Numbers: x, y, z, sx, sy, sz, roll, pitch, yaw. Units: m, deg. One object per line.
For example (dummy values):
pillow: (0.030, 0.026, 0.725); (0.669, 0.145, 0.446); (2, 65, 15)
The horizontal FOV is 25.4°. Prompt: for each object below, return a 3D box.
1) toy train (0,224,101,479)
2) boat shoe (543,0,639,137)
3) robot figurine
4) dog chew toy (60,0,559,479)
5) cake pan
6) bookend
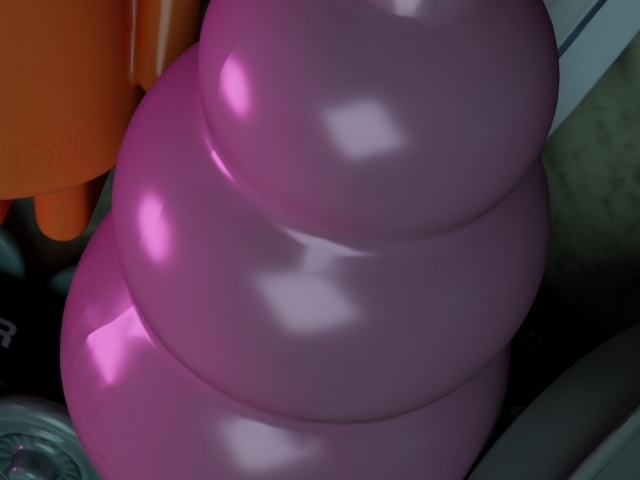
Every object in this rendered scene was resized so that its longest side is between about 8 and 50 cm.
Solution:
toy train: (-0.226, 0.073, 0.764); (0.334, 0.142, 0.190); (25, 134, -7)
boat shoe: (0.114, -0.145, 0.576); (0.084, 0.095, 0.258); (25, 124, -12)
robot figurine: (-0.140, -0.107, 0.628); (0.158, 0.128, 0.219); (26, 134, 37)
dog chew toy: (0.000, 0.000, 0.588); (0.206, 0.207, 0.332); (16, 142, -1)
cake pan: (0.147, 0.155, 0.690); (0.054, 0.293, 0.293); (37, 137, 39)
bookend: (0.121, 0.115, 0.764); (0.157, 0.072, 0.156); (35, 122, -15)
